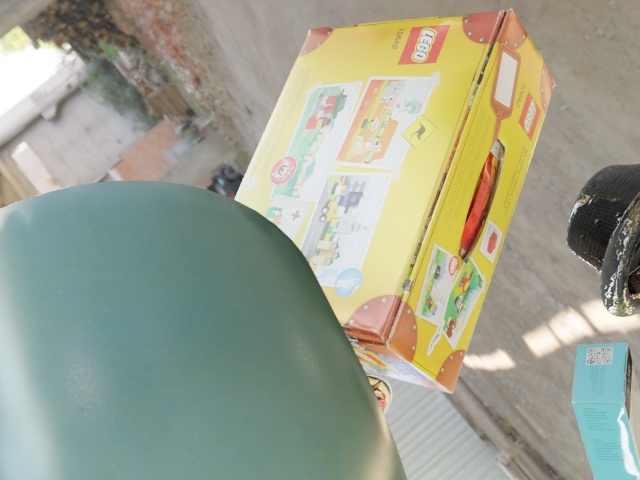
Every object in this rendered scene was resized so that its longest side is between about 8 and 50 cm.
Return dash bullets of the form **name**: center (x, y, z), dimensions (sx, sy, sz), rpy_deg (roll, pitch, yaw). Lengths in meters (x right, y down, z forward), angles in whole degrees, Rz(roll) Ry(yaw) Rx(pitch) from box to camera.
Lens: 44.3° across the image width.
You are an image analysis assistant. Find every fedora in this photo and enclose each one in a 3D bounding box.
- **fedora**: center (0.521, -0.039, 1.302), dimensions (0.152, 0.334, 0.334), rpy_deg (32, 165, 40)

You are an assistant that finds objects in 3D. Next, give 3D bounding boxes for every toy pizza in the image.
- **toy pizza**: center (0.048, 0.329, 1.498), dimensions (0.201, 0.201, 0.032), rpy_deg (54, -174, -44)

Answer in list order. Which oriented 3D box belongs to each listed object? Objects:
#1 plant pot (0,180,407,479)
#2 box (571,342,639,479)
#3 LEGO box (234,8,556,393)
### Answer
- **plant pot**: center (-0.083, 0.151, 0.407), dimensions (0.293, 0.293, 0.235), rpy_deg (54, 178, -41)
- **box**: center (0.368, 0.249, 0.971), dimensions (0.244, 0.060, 0.100), rpy_deg (66, -147, -28)
- **LEGO box**: center (0.082, -0.075, 1.175), dimensions (0.372, 0.500, 0.193), rpy_deg (9, 159, 41)
